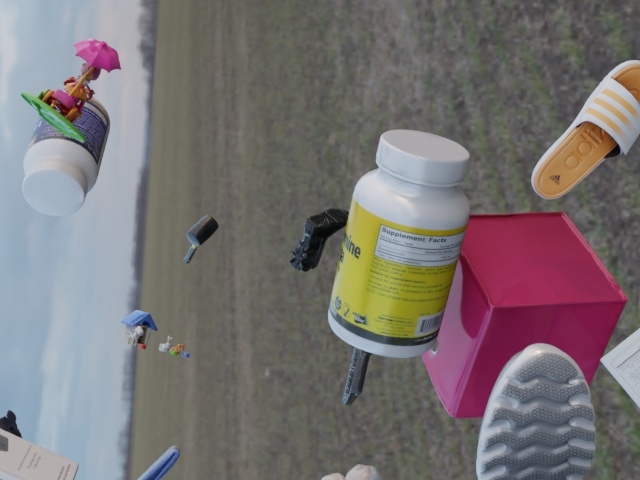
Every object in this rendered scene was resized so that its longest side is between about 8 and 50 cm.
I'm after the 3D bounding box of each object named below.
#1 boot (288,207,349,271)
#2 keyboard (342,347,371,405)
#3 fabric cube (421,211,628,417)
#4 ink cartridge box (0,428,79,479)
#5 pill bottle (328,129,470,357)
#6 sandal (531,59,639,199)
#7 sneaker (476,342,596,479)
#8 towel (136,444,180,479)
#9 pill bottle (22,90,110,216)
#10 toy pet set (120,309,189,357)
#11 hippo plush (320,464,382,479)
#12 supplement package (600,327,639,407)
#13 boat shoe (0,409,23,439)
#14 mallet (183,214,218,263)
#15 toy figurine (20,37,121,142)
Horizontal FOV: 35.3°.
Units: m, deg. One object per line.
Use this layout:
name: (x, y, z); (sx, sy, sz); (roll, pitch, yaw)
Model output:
boot: (0.001, 0.000, 1.768); (0.045, 0.121, 0.099); (36, 125, 29)
keyboard: (0.098, 0.177, 2.087); (0.201, 0.033, 0.317); (117, 168, -60)
fabric cube: (0.331, 0.126, 1.755); (0.254, 0.259, 0.258); (-110, 25, -49)
ink cartridge box: (-0.486, 0.339, 1.312); (0.198, 0.273, 0.115); (-63, 9, 8)
pill bottle: (0.131, 0.003, 1.610); (0.188, 0.188, 0.334); (-108, 28, -65)
sandal: (0.449, -0.161, 1.605); (0.265, 0.102, 0.076); (-52, 17, 14)
sneaker: (0.190, 0.215, 0.958); (0.115, 0.105, 0.281); (-93, 4, -65)
towel: (-0.337, 0.466, 1.886); (0.209, 0.034, 0.285); (-44, -1, -14)
pill bottle: (-0.532, -0.181, 2.100); (0.265, 0.153, 0.153); (-91, 10, -48)
toy pet set: (-0.324, 0.177, 1.950); (0.114, 0.122, 0.065); (10, 83, 43)
hippo plush: (0.151, 0.583, 2.099); (0.294, 0.236, 0.234); (40, 115, 31)
supplement package: (0.609, 0.237, 1.565); (0.263, 0.198, 0.199); (53, -169, 25)
boat shoe: (-0.642, 0.460, 1.911); (0.340, 0.127, 0.158); (-48, 54, 32)
mallet: (-0.260, 0.014, 2.049); (0.062, 0.039, 0.190); (-46, -3, -35)
toy figurine: (-0.401, -0.263, 1.693); (0.159, 0.130, 0.173); (-54, 7, -10)
